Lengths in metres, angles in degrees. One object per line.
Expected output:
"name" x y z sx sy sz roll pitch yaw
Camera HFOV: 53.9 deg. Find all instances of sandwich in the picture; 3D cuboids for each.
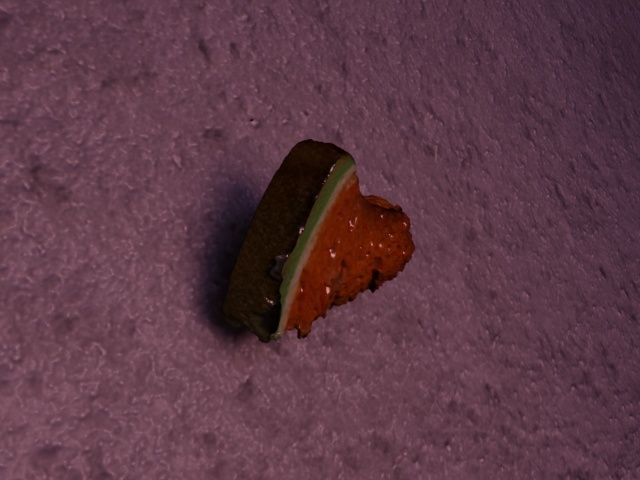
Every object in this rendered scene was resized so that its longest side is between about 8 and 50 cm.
"sandwich" 0.000 0.000 0.859 0.301 0.162 0.251 12 101 -51
